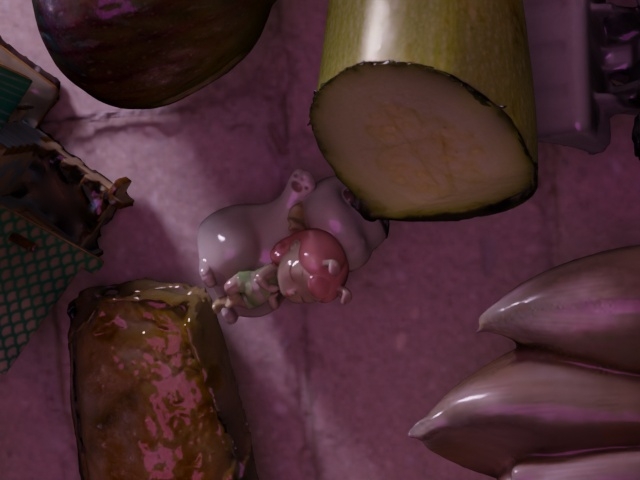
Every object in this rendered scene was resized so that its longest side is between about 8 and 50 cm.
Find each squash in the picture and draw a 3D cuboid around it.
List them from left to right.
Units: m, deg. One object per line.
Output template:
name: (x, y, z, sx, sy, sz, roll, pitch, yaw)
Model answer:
squash: (0.057, -0.164, 0.944, 0.137, 0.137, 0.288, -2, 77, 12)

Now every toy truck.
toy truck: (0.254, -0.109, 0.959, 0.285, 0.111, 0.136, -3, 79, 17)

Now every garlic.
garlic: (0.225, 0.135, 0.987, 0.325, 0.132, 0.279, -7, 95, 10)

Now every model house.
model house: (-0.263, -0.049, 1.028, 0.271, 0.206, 0.178, 40, 103, 5)

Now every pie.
pie: (-0.097, 0.166, 1.094, 0.128, 0.068, 0.283, -9, 99, 14)

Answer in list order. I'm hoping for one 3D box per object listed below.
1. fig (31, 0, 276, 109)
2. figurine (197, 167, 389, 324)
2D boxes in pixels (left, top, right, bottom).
fig: (-0.049, -0.155, 1.016, 0.245, 0.149, 0.149, -11, 95, 1)
figurine: (0.003, 0.008, 1.044, 0.146, 0.081, 0.098, -15, 57, 13)
